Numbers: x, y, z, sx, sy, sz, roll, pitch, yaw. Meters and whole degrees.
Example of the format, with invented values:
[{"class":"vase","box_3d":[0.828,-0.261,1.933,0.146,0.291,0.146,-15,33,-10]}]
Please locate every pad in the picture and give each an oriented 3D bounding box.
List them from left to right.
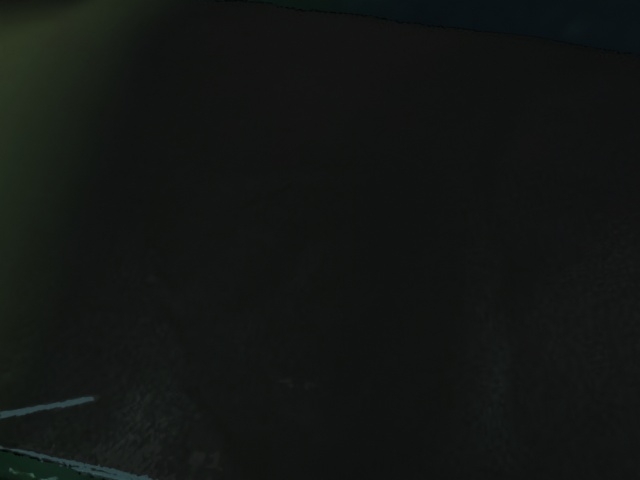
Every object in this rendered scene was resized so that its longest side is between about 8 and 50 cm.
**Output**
[{"class":"pad","box_3d":[0.000,0.000,0.325,0.187,0.006,0.113,10,64,16]}]

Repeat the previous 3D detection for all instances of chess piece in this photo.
[{"class":"chess piece","box_3d":[-0.064,0.102,0.343,0.139,0.139,0.272,0,72,30]}]
